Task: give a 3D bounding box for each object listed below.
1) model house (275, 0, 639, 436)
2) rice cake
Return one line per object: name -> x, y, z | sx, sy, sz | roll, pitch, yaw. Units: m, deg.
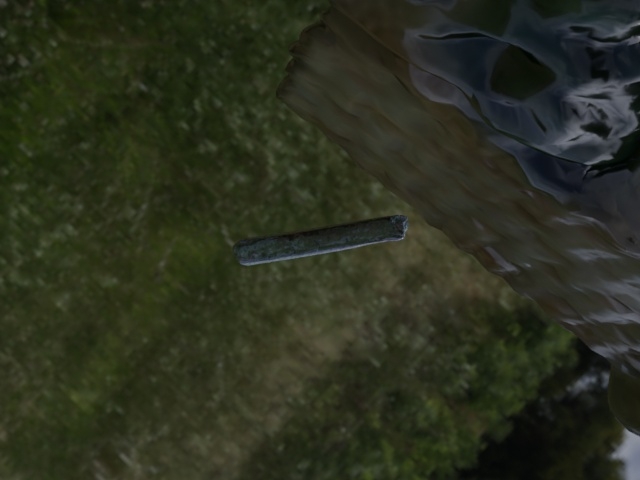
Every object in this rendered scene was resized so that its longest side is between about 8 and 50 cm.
model house -> 0.269, -0.119, 0.523 | 0.445, 0.400, 0.395 | -50, -174, -10
rice cake -> 0.000, -0.001, 1.405 | 0.208, 0.033, 0.033 | -9, 180, 6
